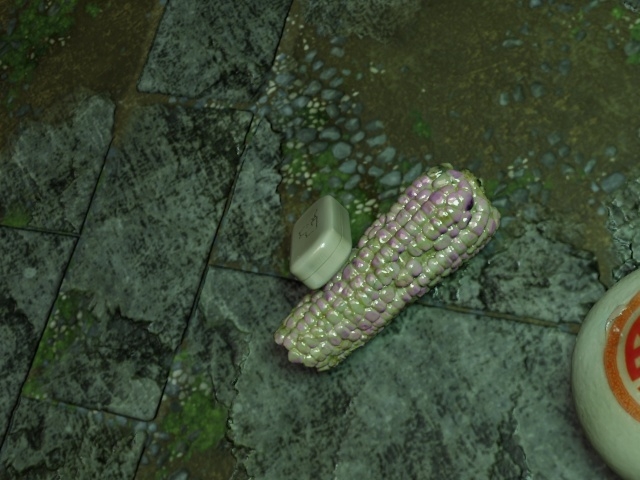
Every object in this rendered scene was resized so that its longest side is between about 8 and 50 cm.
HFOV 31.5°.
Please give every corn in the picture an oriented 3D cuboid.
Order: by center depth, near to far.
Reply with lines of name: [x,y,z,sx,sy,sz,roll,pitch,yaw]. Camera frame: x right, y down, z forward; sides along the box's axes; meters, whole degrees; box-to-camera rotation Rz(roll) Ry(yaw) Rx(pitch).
corn: [0.085,0.041,1.464,0.335,0.126,0.126,-45,58,4]

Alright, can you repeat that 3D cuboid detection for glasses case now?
glasses case: [0.000,0.000,1.493,0.083,0.050,0.196,-44,14,12]

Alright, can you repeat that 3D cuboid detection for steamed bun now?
steamed bun: [0.410,0.143,1.236,0.283,0.177,0.283,-9,66,22]
